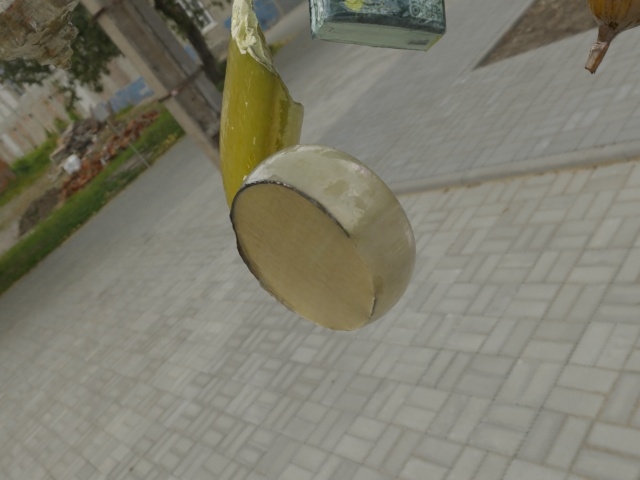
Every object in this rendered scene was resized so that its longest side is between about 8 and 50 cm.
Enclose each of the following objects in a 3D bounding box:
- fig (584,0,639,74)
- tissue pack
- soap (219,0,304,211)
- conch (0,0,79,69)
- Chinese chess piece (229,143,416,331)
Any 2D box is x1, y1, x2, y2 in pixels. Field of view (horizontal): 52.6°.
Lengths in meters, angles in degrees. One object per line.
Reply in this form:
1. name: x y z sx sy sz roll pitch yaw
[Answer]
1. fig: 0.244 -0.228 0.519 0.153 0.119 0.119 -43 19 22
2. tissue pack: 0.073 -0.401 0.894 0.185 0.257 0.081 -1 -9 -22
3. soap: -0.110 -0.188 1.128 0.115 0.427 0.306 -8 53 -21
4. conch: -0.356 -0.303 0.726 0.178 0.245 0.163 -17 26 24
5. Chinese chess piece: 0.000 0.000 0.823 0.103 0.250 0.249 -41 21 -33
